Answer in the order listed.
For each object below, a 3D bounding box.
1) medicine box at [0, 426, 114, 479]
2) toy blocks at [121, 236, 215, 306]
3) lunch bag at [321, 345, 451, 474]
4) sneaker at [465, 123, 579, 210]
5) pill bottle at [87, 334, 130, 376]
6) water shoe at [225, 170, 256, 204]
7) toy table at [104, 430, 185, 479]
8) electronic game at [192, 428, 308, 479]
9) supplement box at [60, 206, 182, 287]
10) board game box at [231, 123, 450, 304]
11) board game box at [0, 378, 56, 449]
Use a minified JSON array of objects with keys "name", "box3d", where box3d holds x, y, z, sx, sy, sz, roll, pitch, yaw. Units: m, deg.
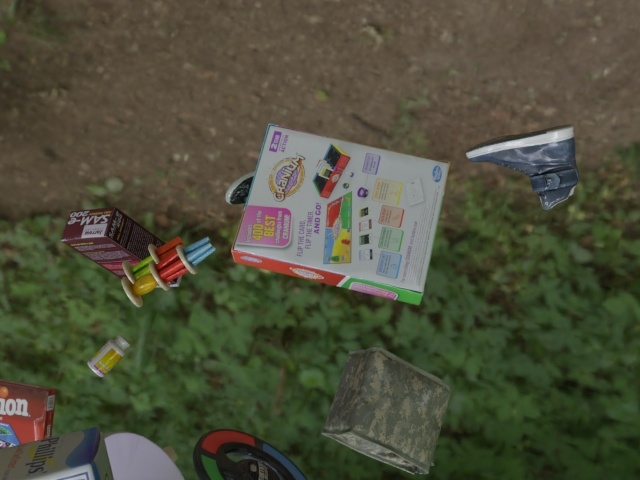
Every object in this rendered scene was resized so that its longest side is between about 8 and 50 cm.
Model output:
[{"name":"medicine box","box3d":[-0.371,0.389,1.018,0.289,0.263,0.149,-12,-173,-10]},{"name":"toy blocks","box3d":[-0.236,0.031,1.392,0.054,0.148,0.123,58,-178,-24]},{"name":"lunch bag","box3d":[0.182,0.427,2.207,0.287,0.235,0.169,30,155,-22]},{"name":"sneaker","box3d":[0.413,-0.136,1.803,0.226,0.163,0.086,-6,-165,32]},{"name":"pill bottle","box3d":[-0.413,0.224,1.737,0.043,0.083,0.043,44,173,7]},{"name":"water shoe","box3d":[-0.101,-0.109,1.892,0.203,0.080,0.073,-19,147,-11]},{"name":"toy table","box3d":[-0.366,0.489,1.704,0.252,0.274,0.161,-19,-176,-28]},{"name":"electronic game","box3d":[-0.097,0.377,1.379,0.229,0.048,0.229,32,-165,-10]},{"name":"supplement box","box3d":[-0.407,0.019,1.853,0.130,0.073,0.239,-4,152,31]},{"name":"board game box","box3d":[0.037,-0.047,1.473,0.316,0.242,0.064,13,160,5]},{"name":"board game box","box3d":[-0.575,0.298,1.483,0.281,0.145,0.027,6,180,18]}]
